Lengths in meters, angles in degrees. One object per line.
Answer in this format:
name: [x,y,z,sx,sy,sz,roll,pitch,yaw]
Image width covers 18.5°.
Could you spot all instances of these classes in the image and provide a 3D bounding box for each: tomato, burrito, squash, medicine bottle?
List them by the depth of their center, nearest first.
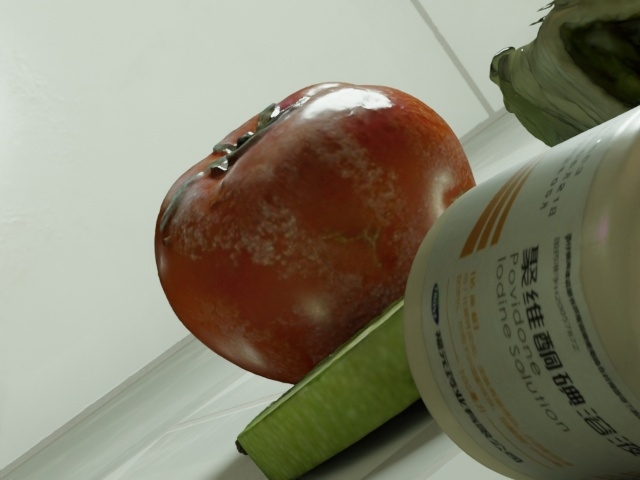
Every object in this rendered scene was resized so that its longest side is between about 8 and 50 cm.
medicine bottle: [0.120,0.011,0.580,0.114,0.114,0.252,-36,4,-23]
burrito: [0.204,-0.091,1.078,0.190,0.135,0.332,-26,0,0]
squash: [0.058,0.050,1.145,0.252,0.049,0.252,-39,1,1]
tomato: [-0.001,0.000,1.364,0.232,0.189,0.232,-33,10,7]

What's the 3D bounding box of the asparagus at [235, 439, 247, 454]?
asparagus: [-0.014,0.113,1.386,0.127,0.015,0.018,-37,2,-31]
